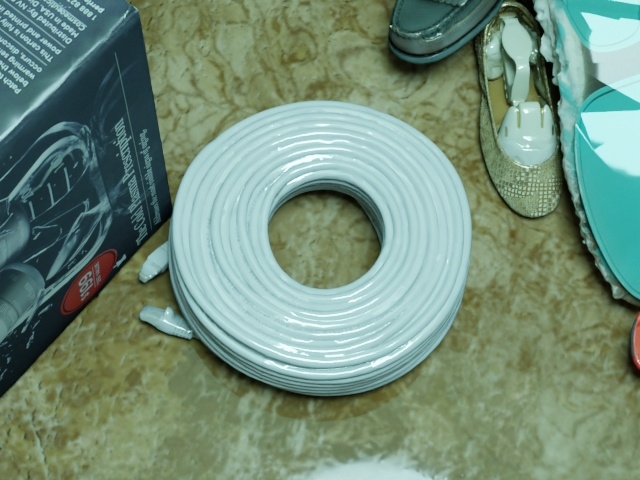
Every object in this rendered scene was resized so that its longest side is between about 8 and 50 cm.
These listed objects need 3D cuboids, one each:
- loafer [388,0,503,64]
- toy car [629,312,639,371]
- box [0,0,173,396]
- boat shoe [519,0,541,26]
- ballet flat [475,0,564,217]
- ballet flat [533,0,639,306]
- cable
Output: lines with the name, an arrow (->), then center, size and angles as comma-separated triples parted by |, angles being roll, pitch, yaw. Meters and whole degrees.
loafer -> 0.140, -0.276, 1.078 | 0.096, 0.084, 0.267 | 25, 65, 31
toy car -> 0.395, 0.126, 0.985 | 0.239, 0.053, 0.225 | -23, 71, -10
box -> -0.281, -0.024, 0.866 | 0.179, 0.343, 0.312 | 38, 72, 11
boat shoe -> 0.251, -0.242, 1.129 | 0.133, 0.049, 0.042 | -25, 77, -9
ballet flat -> 0.175, -0.123, 1.067 | 0.073, 0.067, 0.206 | -9, 69, -3
ballet flat -> 0.267, -0.152, 1.032 | 0.147, 0.147, 0.409 | -12, 91, -6
cable -> 0.000, 0.000, 1.001 | 0.257, 0.089, 0.257 | 27, 70, 9
